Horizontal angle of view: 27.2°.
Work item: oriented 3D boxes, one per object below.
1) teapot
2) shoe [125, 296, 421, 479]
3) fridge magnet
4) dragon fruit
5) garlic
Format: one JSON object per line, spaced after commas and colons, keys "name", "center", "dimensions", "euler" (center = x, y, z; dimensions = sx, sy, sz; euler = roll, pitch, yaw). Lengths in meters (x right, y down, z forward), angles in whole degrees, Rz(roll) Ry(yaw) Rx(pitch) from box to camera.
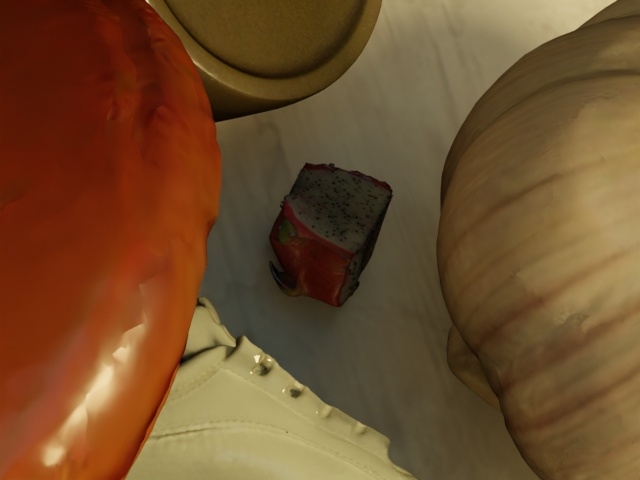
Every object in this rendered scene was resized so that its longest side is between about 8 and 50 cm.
{"name": "teapot", "center": [-0.083, -0.164, 0.697], "dimensions": [0.185, 0.175, 0.268], "euler": [26, 70, -43]}
{"name": "shoe", "center": [-0.034, 0.105, 0.624], "dimensions": [0.316, 0.124, 0.159], "euler": [1, 67, -9]}
{"name": "fridge magnet", "center": [-0.201, 0.028, 0.542], "dimensions": [0.363, 0.155, 0.363], "euler": [-14, 52, 19]}
{"name": "dragon fruit", "center": [0.000, 0.000, 0.709], "dimensions": [0.056, 0.060, 0.083], "euler": [21, 39, 4]}
{"name": "garlic", "center": [0.193, 0.023, 0.643], "dimensions": [0.322, 0.241, 0.322], "euler": [8, 50, -9]}
